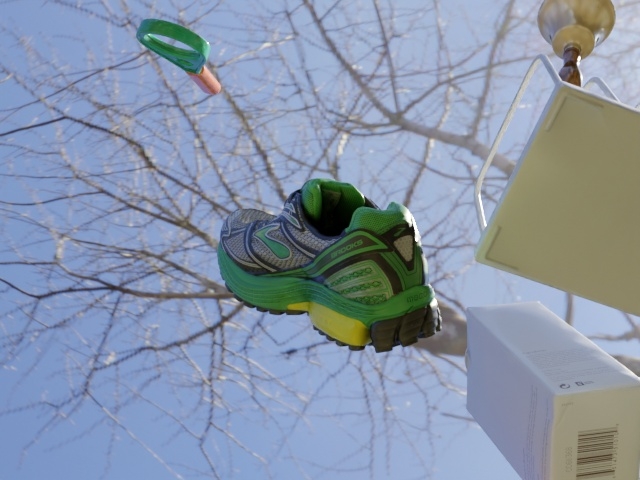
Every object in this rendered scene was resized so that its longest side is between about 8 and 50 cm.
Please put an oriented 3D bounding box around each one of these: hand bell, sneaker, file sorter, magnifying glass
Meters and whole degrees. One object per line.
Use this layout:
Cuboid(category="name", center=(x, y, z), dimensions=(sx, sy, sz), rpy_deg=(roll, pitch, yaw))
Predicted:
Cuboid(category="hand bell", center=(0.393, -0.284, 1.397), dimensions=(0.126, 0.126, 0.242), rpy_deg=(43, -138, -23))
Cuboid(category="sneaker", center=(0.000, 0.000, 0.927), dimensions=(0.134, 0.343, 0.146), rpy_deg=(-14, -74, -32))
Cuboid(category="file sorter", center=(0.317, -0.053, 0.929), dimensions=(0.277, 0.173, 0.193), rpy_deg=(18, -63, -6))
Cuboid(category="magnifying glass", center=(-0.175, -0.240, 1.191), dimensions=(0.092, 0.231, 0.026), rpy_deg=(15, -98, 10))

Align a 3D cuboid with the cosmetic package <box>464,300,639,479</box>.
Cuboid(category="cosmetic package", center=(0.377, 0.264, 1.509), dimensions=(0.156, 0.385, 0.217), rpy_deg=(-5, -72, -9))
